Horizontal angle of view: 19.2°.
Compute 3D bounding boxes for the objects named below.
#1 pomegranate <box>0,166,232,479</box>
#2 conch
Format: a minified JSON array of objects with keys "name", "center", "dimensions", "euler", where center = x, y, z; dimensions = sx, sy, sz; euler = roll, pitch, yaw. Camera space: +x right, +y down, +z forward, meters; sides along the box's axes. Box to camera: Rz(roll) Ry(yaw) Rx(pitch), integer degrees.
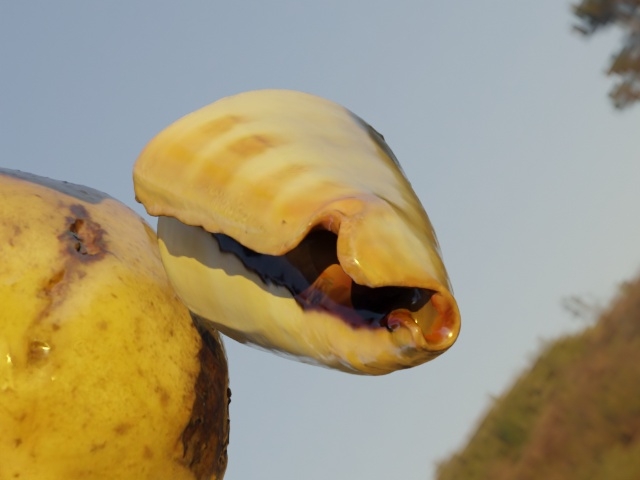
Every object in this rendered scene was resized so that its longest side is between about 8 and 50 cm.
[{"name":"pomegranate","center":[-0.188,0.094,1.091],"dimensions":[0.281,0.281,0.281],"euler":[-50,-17,-22]},{"name":"conch","center":[0.008,-0.008,0.921],"dimensions":[0.127,0.255,0.158],"euler":[-42,-62,-18]}]
